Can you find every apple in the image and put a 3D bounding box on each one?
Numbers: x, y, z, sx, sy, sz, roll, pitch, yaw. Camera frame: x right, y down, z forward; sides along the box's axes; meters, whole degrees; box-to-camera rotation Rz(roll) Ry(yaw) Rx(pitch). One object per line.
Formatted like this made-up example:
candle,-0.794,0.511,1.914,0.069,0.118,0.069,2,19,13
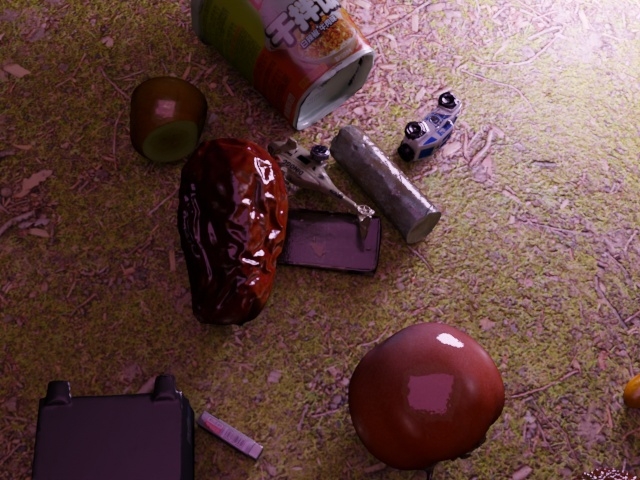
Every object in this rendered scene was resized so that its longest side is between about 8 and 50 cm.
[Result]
apple,-0.298,-0.240,1.475,0.147,0.146,0.163,4,65,-6

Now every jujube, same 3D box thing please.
jujube,-0.162,-0.012,1.360,0.217,0.216,0.341,3,74,-2

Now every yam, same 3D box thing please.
yam,0.123,-0.114,1.474,0.093,0.093,0.259,-35,72,-16

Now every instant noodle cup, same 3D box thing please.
instant noodle cup,-0.064,-0.409,1.507,0.294,0.294,0.308,-37,81,-17

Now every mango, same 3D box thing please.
mango,0.588,0.273,1.362,0.089,0.046,0.060,-32,73,-10

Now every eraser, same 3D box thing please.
eraser,-0.155,0.336,1.290,0.122,0.052,0.029,30,71,8

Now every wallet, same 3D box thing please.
wallet,0.000,0.000,1.452,0.232,0.031,0.121,6,71,2

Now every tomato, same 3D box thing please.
tomato,0.170,0.257,1.238,0.256,0.256,0.224,-34,89,-16

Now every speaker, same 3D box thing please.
speaker,-0.325,0.362,1.200,0.232,0.184,0.253,-2,64,-5

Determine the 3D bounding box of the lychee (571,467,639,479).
lychee,0.481,0.453,1.216,0.198,0.165,0.165,19,68,4

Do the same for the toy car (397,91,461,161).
toy car,0.224,-0.223,1.530,0.070,0.080,0.171,43,71,13

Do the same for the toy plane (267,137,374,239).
toy plane,-0.002,-0.110,1.442,0.286,0.092,0.108,36,47,22
